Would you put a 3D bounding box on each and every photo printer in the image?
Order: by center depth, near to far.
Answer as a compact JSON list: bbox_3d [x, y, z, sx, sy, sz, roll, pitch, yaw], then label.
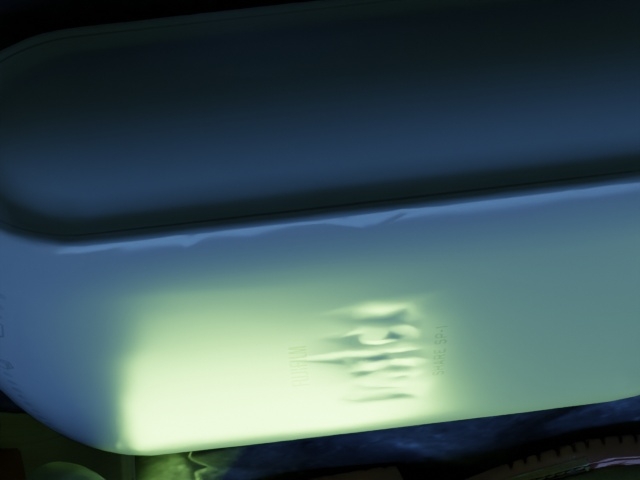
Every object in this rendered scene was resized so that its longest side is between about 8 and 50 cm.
[{"bbox_3d":[0.000,0.000,0.789,0.308,0.107,0.256,-6,156,-2],"label":"photo printer"}]

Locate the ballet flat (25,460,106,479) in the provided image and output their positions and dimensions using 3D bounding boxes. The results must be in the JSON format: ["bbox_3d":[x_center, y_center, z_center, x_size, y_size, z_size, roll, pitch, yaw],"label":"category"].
[{"bbox_3d":[-0.192,0.131,0.823,0.483,0.182,0.164,37,152,-22],"label":"ballet flat"}]

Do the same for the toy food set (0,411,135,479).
[{"bbox_3d":[-0.232,0.165,0.953,0.306,0.219,0.092,9,152,-30],"label":"toy food set"}]

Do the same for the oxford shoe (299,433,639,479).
[{"bbox_3d":[0.136,0.218,1.248,0.397,0.146,0.140,-10,154,5],"label":"oxford shoe"}]
